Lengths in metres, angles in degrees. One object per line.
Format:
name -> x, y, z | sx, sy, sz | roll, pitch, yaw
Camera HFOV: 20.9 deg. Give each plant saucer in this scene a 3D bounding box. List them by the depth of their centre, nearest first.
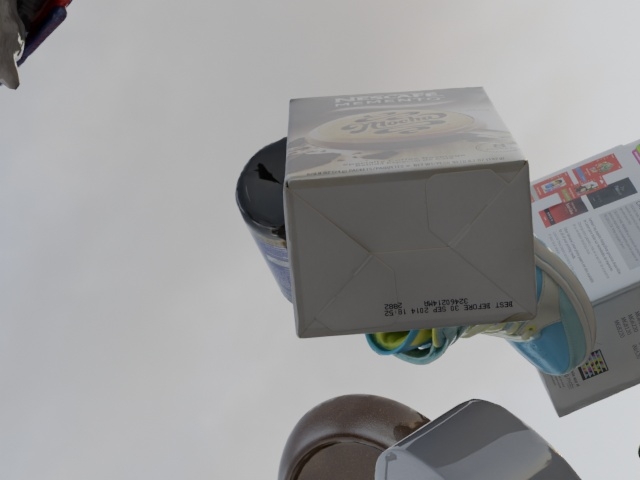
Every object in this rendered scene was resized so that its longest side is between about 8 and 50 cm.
plant saucer -> 0.064, 0.337, 2.083 | 0.050, 0.310, 0.311 | -25, -48, -53

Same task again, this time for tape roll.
tape roll -> 0.128, 0.218, 1.173 | 0.072, 0.219, 0.219 | -29, -44, -18

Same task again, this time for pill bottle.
pill bottle -> 0.000, 0.000, 1.786 | 0.123, 0.123, 0.219 | -50, -33, -18

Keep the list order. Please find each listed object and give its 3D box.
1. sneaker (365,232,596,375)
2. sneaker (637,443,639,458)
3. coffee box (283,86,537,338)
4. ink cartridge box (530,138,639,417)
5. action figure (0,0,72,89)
sneaker -> 0.139, 0.072, 1.689 | 0.319, 0.127, 0.208 | 49, -127, -27
sneaker -> 0.360, 0.225, 1.887 | 0.083, 0.035, 0.031 | -137, 61, -81
coffee box -> 0.059, -0.031, 1.305 | 0.297, 0.168, 0.119 | -94, -1, -75
ink cartridge box -> 0.341, 0.025, 1.986 | 0.272, 0.309, 0.130 | -23, -63, 6
action figure -> -0.294, -0.220, 1.314 | 0.178, 0.330, 0.341 | 18, -53, -39
